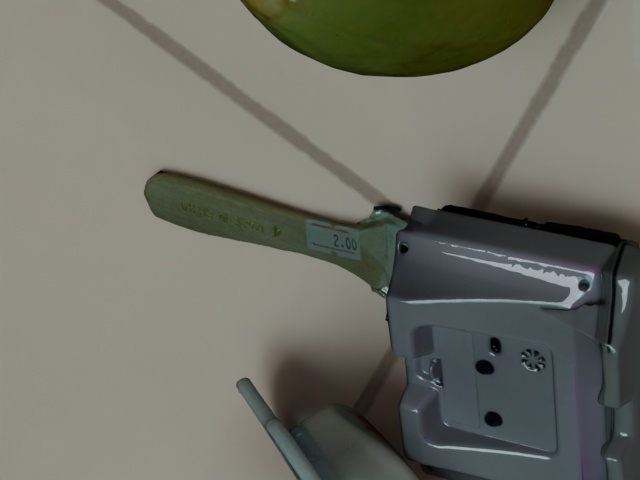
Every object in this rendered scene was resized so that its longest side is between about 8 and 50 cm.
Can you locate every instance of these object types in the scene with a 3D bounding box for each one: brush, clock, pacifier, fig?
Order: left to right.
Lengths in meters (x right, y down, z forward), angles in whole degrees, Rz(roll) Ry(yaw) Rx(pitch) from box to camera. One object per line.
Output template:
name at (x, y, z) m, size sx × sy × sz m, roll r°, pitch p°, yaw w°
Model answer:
pacifier at (-0.028, 0.245, 1.528) m, size 0.244 × 0.233 × 0.299 m, roll 63°, pitch 175°, yaw -13°
brush at (0.000, 0.000, 1.535) m, size 0.336 × 0.020 × 0.085 m, roll 14°, pitch 124°, yaw 28°
fig at (0.039, -0.203, 1.256) m, size 0.207 × 0.230 × 0.207 m, roll 166°, pitch 90°, yaw -79°
clock at (0.151, 0.100, 1.429) m, size 0.186 × 0.083 × 0.253 m, roll 12°, pitch 130°, yaw 27°
